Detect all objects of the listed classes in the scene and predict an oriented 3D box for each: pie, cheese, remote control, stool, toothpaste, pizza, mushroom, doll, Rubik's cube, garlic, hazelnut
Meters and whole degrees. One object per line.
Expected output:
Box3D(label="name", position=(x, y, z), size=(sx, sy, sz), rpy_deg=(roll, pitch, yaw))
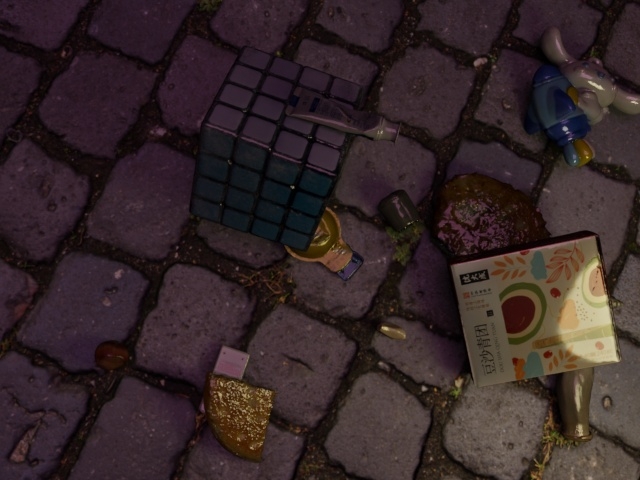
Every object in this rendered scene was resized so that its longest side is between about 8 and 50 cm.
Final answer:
Box3D(label="pie", position=(0.483, -0.039, 1.794), size=(0.355, 0.103, 0.288), rpy_deg=(40, 79, 5))
Box3D(label="cheese", position=(0.000, 0.000, 1.758), size=(0.270, 0.069, 0.177), rpy_deg=(42, 79, 1))
Box3D(label="remote control", position=(-0.260, 0.385, 1.683), size=(0.088, 0.029, 0.190), rpy_deg=(18, 79, -2))
Box3D(label="stool", position=(0.225, -0.084, 1.783), size=(0.096, 0.096, 0.110), rpy_deg=(-34, 90, -10))
Box3D(label="toothpaste", position=(0.056, -0.288, 1.457), size=(0.266, 0.061, 0.096), rpy_deg=(18, 55, 2))
Box3D(label="pizza", position=(-0.205, 0.448, 1.646), size=(0.197, 0.058, 0.292), rpy_deg=(-35, 104, -23))
Box3D(label="mushroom", position=(0.710, 0.432, 1.737), size=(0.096, 0.108, 0.246), rpy_deg=(-3, 74, 35))
Box3D(label="doll", position=(0.752, -0.419, 1.845), size=(0.376, 0.187, 0.365), rpy_deg=(32, 70, 19))
Box3D(label="Rubik's cube", position=(-0.115, -0.231, 1.600), size=(0.337, 0.344, 0.343), rpy_deg=(18, 53, -3))
Box3D(label="garlic", position=(0.194, 0.252, 1.738), size=(0.083, 0.053, 0.041), rpy_deg=(20, 95, -15))
Box3D(label="hazelnut", position=(-0.555, 0.304, 1.651), size=(0.086, 0.086, 0.086), rpy_deg=(1, 80, -5))

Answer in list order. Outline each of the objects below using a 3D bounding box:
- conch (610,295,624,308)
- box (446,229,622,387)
Box3D(label="conch", position=(0.737, 0.189, 1.784), size=(0.234, 0.114, 0.137), rpy_deg=(-21, 72, 26))
Box3D(label="box", position=(0.565, 0.182, 1.666), size=(0.386, 0.122, 0.344), rpy_deg=(-12, 96, 7))
